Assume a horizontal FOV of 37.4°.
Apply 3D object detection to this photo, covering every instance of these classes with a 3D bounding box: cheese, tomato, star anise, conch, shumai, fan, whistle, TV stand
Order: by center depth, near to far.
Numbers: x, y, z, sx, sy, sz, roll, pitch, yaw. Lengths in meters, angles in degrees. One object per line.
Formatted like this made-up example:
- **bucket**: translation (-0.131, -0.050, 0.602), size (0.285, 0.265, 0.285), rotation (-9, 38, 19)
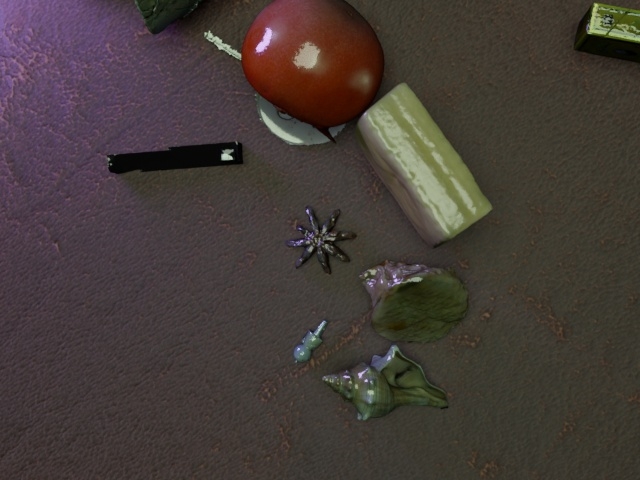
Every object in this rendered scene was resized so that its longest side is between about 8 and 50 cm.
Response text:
- **cheese**: translation (0.176, -0.124, 1.683), size (0.124, 0.242, 0.265), rotation (-35, 86, -5)
- **tomato**: translation (-0.012, -0.323, 1.695), size (0.256, 0.256, 0.224), rotation (43, 118, 5)
- **shumai**: translation (0.170, 0.099, 1.750), size (0.201, 0.201, 0.120), rotation (-18, 47, 5)
- **conch**: translation (0.113, 0.260, 1.760), size (0.234, 0.114, 0.137), rotation (-10, 100, -29)
- **star anise**: translation (0.001, 0.001, 1.800), size (0.141, 0.042, 0.141), rotation (0, 91, 5)
- **whistle**: translation (-0.018, 0.194, 1.802), size (0.035, 0.035, 0.100), rotation (36, 92, 5)
- **TV stand**: translation (-0.280, -0.159, 1.826), size (0.256, 0.049, 0.040), rotation (-4, 90, 5)
- **fan**: translation (-0.088, -0.312, 1.828), size (0.329, 0.009, 0.191), rotation (31, 90, 3)

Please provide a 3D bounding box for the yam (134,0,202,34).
- **yam**: translation (-0.221, -0.568, 1.739), size (0.348, 0.241, 0.241), rotation (-31, 86, 2)

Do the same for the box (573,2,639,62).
- **box**: translation (0.578, -0.363, 1.698), size (0.220, 0.141, 0.064), rotation (14, 91, 5)
